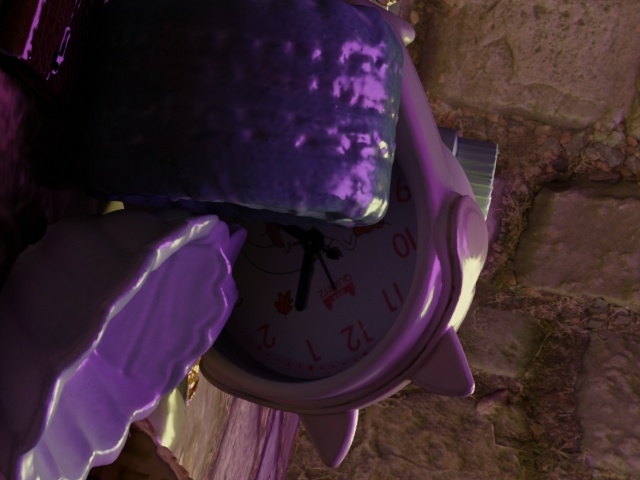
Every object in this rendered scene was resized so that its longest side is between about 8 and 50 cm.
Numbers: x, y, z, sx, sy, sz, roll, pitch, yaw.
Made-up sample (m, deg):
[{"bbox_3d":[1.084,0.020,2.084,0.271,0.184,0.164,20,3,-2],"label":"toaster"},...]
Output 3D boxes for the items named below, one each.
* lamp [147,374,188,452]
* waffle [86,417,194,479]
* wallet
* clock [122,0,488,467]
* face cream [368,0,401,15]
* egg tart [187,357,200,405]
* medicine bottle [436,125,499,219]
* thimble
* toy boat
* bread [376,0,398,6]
[{"bbox_3d":[-0.150,0.114,1.063,0.101,0.101,0.250,95,4,-51],"label":"lamp"},{"bbox_3d":[-0.119,0.133,0.942,0.032,0.191,0.125,22,79,-64],"label":"waffle"},{"bbox_3d":[-0.140,-0.203,0.820,0.133,0.039,0.243,83,18,-78],"label":"wallet"},{"bbox_3d":[0.000,0.000,1.037,0.109,0.265,0.324,7,56,-60],"label":"clock"},{"bbox_3d":[-0.006,-0.300,1.288,0.218,0.179,0.218,11,90,-85],"label":"face cream"},{"bbox_3d":[-0.150,0.127,1.345,0.130,0.052,0.130,11,90,-87],"label":"egg tart"},{"bbox_3d":[0.058,-0.081,1.703,0.158,0.318,0.158,10,90,-85],"label":"medicine bottle"},{"bbox_3d":[-0.062,-0.087,0.900,0.198,0.235,0.143,13,82,-67],"label":"thimble"},{"bbox_3d":[-0.137,0.053,0.860,0.199,0.100,0.290,-63,169,18],"label":"toy boat"},{"bbox_3d":[0.030,-0.281,1.035,0.102,0.196,0.138,21,113,-49],"label":"bread"}]
